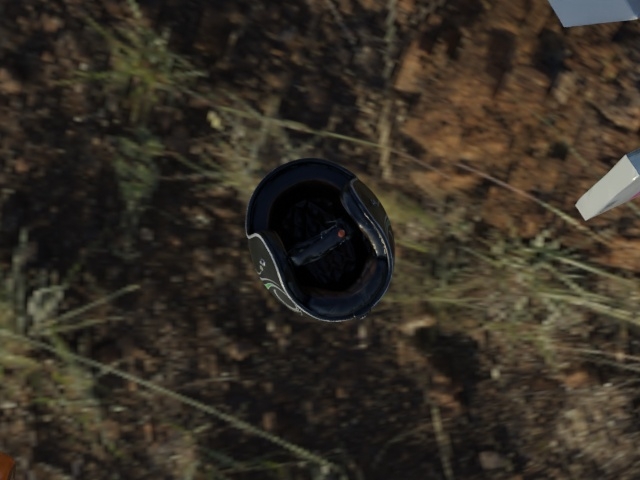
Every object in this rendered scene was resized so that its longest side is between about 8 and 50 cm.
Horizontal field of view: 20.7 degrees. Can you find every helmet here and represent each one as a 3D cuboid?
[{"bbox_3d":[0.000,0.000,1.881,0.169,0.161,0.169,-4,110,-12],"label":"helmet"}]

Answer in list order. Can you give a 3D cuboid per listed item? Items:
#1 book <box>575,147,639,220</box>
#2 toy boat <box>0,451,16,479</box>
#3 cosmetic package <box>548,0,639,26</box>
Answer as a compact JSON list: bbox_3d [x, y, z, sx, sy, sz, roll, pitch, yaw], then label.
[{"bbox_3d":[0.317,-0.069,1.634,0.035,0.144,0.096,59,147,12],"label":"book"},{"bbox_3d":[-0.309,0.265,1.610,0.151,0.231,0.151,35,115,58],"label":"toy boat"},{"bbox_3d":[0.237,-0.327,1.628,0.107,0.238,0.127,-2,45,53],"label":"cosmetic package"}]
